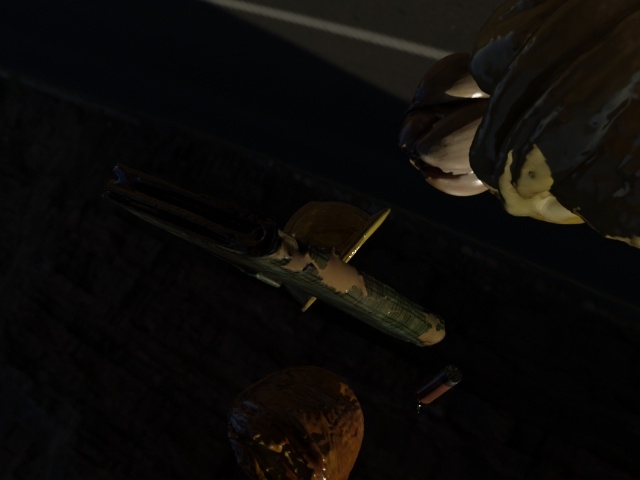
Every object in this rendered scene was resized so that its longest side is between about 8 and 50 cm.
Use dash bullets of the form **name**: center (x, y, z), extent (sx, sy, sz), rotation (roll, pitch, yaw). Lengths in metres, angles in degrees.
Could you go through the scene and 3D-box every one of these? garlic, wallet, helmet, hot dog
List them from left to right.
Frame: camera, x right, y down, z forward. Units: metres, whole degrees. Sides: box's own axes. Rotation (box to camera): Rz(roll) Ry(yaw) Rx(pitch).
- **wallet**: center (-0.019, 0.023, 0.665), extent (0.169, 0.044, 0.317), rotation (21, 176, 33)
- **hot dog**: center (-0.026, 0.261, 1.086), extent (0.196, 0.122, 0.272), rotation (48, -168, 3)
- **helmet**: center (0.000, 0.000, 1.517), extent (0.140, 0.257, 0.205), rotation (38, 170, 4)
- **garlic**: center (0.234, -0.181, 1.313), extent (0.160, 0.191, 0.214), rotation (50, 156, 33)

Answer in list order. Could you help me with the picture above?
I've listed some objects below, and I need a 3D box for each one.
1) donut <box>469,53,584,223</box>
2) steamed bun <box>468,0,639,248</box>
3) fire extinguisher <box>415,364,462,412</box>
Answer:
- **donut**: center (0.453, -0.234, 1.485), extent (0.449, 0.198, 0.448), rotation (17, 125, 25)
- **steamed bun**: center (0.293, -0.139, 0.626), extent (0.372, 0.325, 0.230), rotation (4, 120, 56)
- **fire extinguisher**: center (0.128, 0.168, 0.900), extent (0.022, 0.028, 0.083), rotation (9, 145, -23)
